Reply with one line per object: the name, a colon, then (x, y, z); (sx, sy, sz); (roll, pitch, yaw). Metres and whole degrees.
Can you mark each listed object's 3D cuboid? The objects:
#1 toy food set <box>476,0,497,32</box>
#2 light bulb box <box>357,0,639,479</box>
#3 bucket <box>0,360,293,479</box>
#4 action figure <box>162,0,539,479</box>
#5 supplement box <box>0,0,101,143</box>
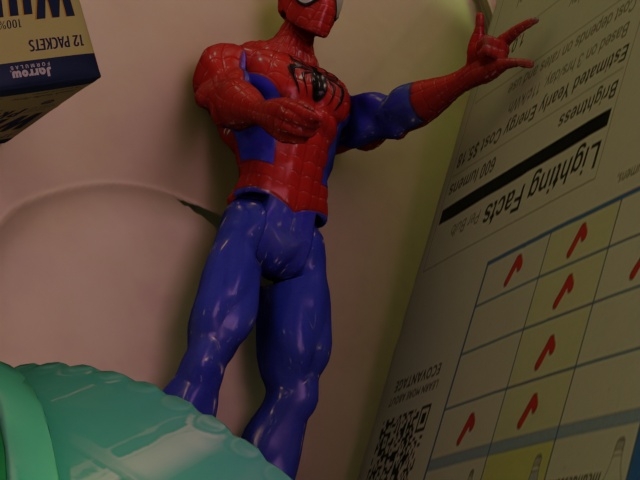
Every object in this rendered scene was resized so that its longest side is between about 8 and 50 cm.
toy food set: (0.201, -0.083, 0.923); (0.220, 0.092, 0.306); (-12, 81, -38)
light bulb box: (0.188, 0.023, 0.657); (0.225, 0.358, 0.361); (21, 73, -13)
bucket: (-0.106, 0.172, 0.508); (0.183, 0.281, 0.281); (-26, 90, -47)
action figure: (0.000, 0.000, 0.728); (0.091, 0.139, 0.280); (21, 60, -29)
supplement box: (-0.132, -0.082, 0.689); (0.056, 0.083, 0.083); (-12, 83, -37)
